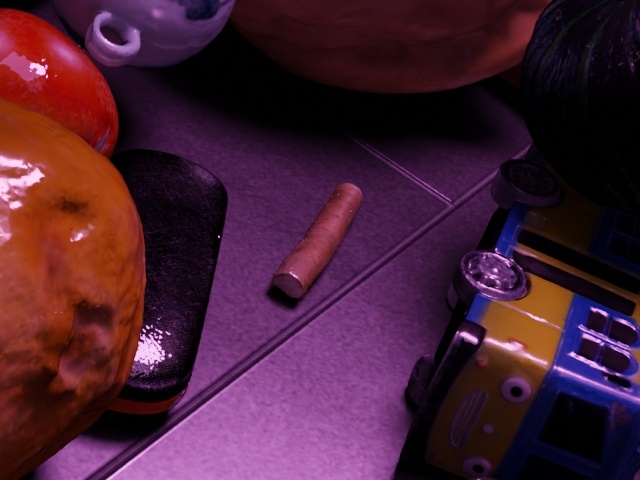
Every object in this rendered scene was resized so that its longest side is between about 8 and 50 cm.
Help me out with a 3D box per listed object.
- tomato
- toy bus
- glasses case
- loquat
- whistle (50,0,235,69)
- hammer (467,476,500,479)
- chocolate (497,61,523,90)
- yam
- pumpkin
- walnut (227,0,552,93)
[{"bbox_3d":[-0.230,-0.096,1.305,0.167,0.167,0.167,14,37,-11],"label":"tomato"},{"bbox_3d":[0.176,0.067,1.324,0.175,0.138,0.288,24,36,4],"label":"toy bus"},{"bbox_3d":[-0.129,0.023,1.281,0.103,0.067,0.267,18,36,-7],"label":"glasses case"},{"bbox_3d":[-0.251,0.022,1.066,0.284,0.276,0.276,35,38,25],"label":"loquat"},{"bbox_3d":[-0.133,-0.234,1.403,0.163,0.163,0.290,19,45,-4],"label":"whistle"},{"bbox_3d":[-0.035,0.196,1.144,0.365,0.043,0.111,7,40,-16],"label":"hammer"},{"bbox_3d":[0.252,-0.167,1.694,0.148,0.093,0.214,-19,53,-43],"label":"chocolate"},{"bbox_3d":[0.000,0.000,1.408,0.032,0.032,0.145,26,37,5],"label":"yam"},{"bbox_3d":[0.286,-0.108,1.329,0.248,0.248,0.248,14,37,-11],"label":"pumpkin"},{"bbox_3d":[0.054,-0.312,1.561,0.383,0.383,0.383,14,37,-11],"label":"walnut"}]
